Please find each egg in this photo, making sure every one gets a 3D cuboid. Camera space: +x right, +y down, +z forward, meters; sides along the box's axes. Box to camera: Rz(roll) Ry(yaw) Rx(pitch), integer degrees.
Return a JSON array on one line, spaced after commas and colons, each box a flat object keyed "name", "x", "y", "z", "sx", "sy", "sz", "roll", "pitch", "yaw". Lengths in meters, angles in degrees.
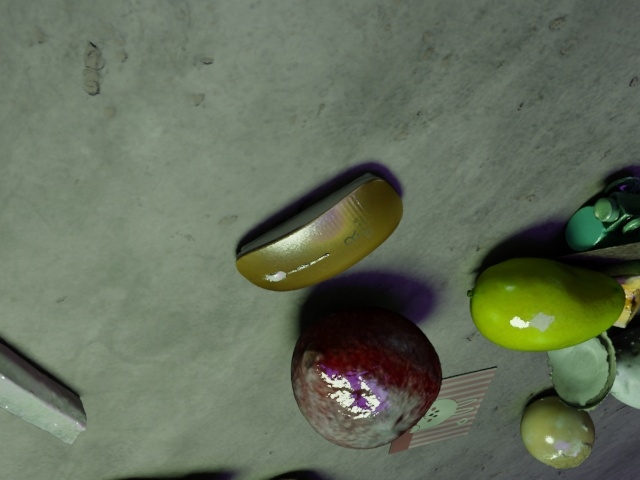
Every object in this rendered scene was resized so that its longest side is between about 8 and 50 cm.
[{"name": "egg", "x": 0.539, "y": 0.434, "z": 1.679, "sx": 0.164, "sy": 0.164, "sz": 0.201, "roll": -39, "pitch": 143, "yaw": 21}]

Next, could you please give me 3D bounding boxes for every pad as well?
[{"name": "pad", "x": 0.481, "y": 0.022, "z": 1.193, "sx": 0.158, "sy": 0.003, "sz": 0.235, "roll": 4, "pitch": 169, "yaw": -30}, {"name": "pad", "x": 0.260, "y": 0.374, "z": 1.608, "sx": 0.202, "sy": 0.005, "sz": 0.299, "roll": -9, "pitch": 140, "yaw": -14}]

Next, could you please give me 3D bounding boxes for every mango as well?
[{"name": "mango", "x": 0.367, "y": 0.111, "z": 1.226, "sx": 0.273, "sy": 0.149, "sz": 0.185, "roll": 9, "pitch": 154, "yaw": -34}]

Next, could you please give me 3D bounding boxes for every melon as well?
[{"name": "melon", "x": 0.522, "y": 0.081, "z": 1.337, "sx": 0.128, "sy": 0.079, "sz": 0.160, "roll": 2, "pitch": 141, "yaw": 6}]

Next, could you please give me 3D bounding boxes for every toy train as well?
[{"name": "toy train", "x": 0.518, "y": -0.023, "z": 1.197, "sx": 0.248, "sy": 0.101, "sz": 0.159, "roll": 3, "pitch": 149, "yaw": -25}]

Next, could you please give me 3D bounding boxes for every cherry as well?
[{"name": "cherry", "x": 0.065, "y": 0.211, "z": 1.173, "sx": 0.230, "sy": 0.203, "sz": 0.300, "roll": -31, "pitch": 140, "yaw": 18}]

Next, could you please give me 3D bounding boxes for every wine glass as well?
[{"name": "wine glass", "x": 0.631, "y": 0.254, "z": 1.496, "sx": 0.357, "sy": 0.190, "sz": 0.190, "roll": 8, "pitch": 133, "yaw": -27}]

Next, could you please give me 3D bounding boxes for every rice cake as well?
[{"name": "rice cake", "x": -0.432, "y": 0.195, "z": 1.035, "sx": 0.056, "sy": 0.072, "sz": 0.365, "roll": -26, "pitch": 141, "yaw": 1}]

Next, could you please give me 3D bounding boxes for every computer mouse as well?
[{"name": "computer mouse", "x": 0.000, "y": 0.000, "z": 1.017, "sx": 0.245, "sy": 0.056, "sz": 0.126, "roll": -29, "pitch": 140, "yaw": 12}]

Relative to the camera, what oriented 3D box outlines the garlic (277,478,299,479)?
[{"name": "garlic", "x": -0.079, "y": 0.689, "z": 1.596, "sx": 0.317, "sy": 0.260, "sz": 0.317, "roll": -27, "pitch": 124, "yaw": -49}]
